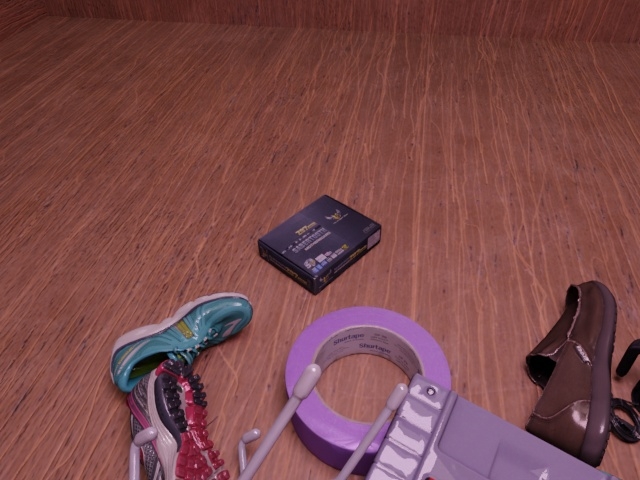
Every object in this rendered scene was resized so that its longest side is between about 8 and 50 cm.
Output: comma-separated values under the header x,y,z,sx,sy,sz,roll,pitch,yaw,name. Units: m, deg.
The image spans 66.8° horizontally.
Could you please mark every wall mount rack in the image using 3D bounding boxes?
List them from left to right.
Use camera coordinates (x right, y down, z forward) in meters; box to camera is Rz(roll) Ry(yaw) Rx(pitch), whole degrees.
x,y,z,sx,sy,sz,roll,pitch,yaw,name
-0.059,0.265,0.607,0.304,0.350,0.131,-24,59,28,wall mount rack

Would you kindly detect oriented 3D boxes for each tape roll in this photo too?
x,y,z,sx,sy,sz,roll,pitch,yaw,name
0.079,0.247,0.834,0.274,0.090,0.275,-1,42,1,tape roll

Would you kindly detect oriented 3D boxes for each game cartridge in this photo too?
x,y,z,sx,sy,sz,roll,pitch,yaw,name
0.240,0.360,0.640,0.355,0.068,0.230,26,54,15,game cartridge

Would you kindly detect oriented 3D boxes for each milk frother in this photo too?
x,y,z,sx,sy,sz,roll,pitch,yaw,name
0.551,0.248,0.786,0.129,0.135,0.143,19,47,21,milk frother

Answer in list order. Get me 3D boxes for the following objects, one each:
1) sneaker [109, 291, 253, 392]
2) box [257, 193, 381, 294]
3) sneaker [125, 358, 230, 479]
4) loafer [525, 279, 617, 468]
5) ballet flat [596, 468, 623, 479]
x,y,z,sx,sy,sz,roll,pitch,yaw,name
-0.244,0.191,0.885,0.275,0.107,0.110,-27,32,-12,sneaker
0.000,0.000,1.123,0.183,0.059,0.232,32,52,32,box
-0.221,0.340,0.741,0.112,0.121,0.299,-35,53,16,sneaker
0.430,0.197,0.843,0.130,0.134,0.366,9,40,25,loafer
0.490,0.400,0.678,0.213,0.072,0.068,18,76,23,ballet flat
